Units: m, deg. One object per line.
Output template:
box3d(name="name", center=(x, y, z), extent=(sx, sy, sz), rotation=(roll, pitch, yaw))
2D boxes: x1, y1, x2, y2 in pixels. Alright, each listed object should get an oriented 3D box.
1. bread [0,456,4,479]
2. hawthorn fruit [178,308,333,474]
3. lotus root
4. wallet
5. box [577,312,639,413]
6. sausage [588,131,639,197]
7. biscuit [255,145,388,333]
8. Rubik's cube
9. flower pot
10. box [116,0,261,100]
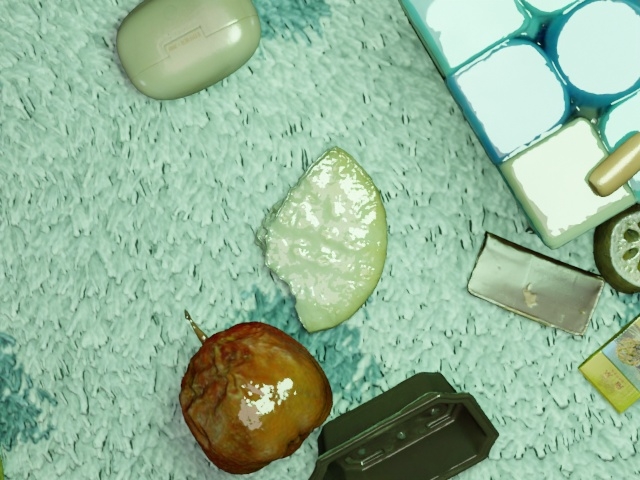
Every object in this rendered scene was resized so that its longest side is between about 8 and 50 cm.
box3d(name="bread", center=(-0.555, 0.358, 1.650), extent=(0.184, 0.110, 0.234), rotation=(-10, 95, 8))
box3d(name="hawthorn fruit", center=(-0.111, 0.190, 1.543), extent=(0.207, 0.207, 0.243), rotation=(-43, 81, 9))
box3d(name="lotus root", center=(0.422, 0.012, 1.514), extent=(0.112, 0.081, 0.122), rotation=(-32, 93, 6))
box3d(name="wallet", center=(0.294, 0.061, 1.564), extent=(0.176, 0.026, 0.095), rotation=(20, 92, 2))
box3d(name="box", center=(0.439, 0.156, 1.558), extent=(0.155, 0.023, 0.087), rotation=(-43, 92, 9))
box3d(name="sausage", center=(0.318, -0.080, 1.195), extent=(0.083, 0.034, 0.034), rotation=(-43, 90, 8))
box3d(name="biscuit", center=(0.000, 0.000, 1.586), extent=(0.188, 0.040, 0.265), rotation=(3, 96, 4))
box3d(name="Rubik's cube", center=(0.324, -0.225, 1.372), extent=(0.344, 0.347, 0.346), rotation=(-31, 92, 8))
box3d(name="flower pot", center=(0.104, 0.269, 1.554), extent=(0.251, 0.084, 0.179), rotation=(-31, 132, 8))
box3d(name="box", center=(-0.180, -0.278, 1.554), extent=(0.200, 0.088, 0.146), rotation=(-27, 93, 10))
